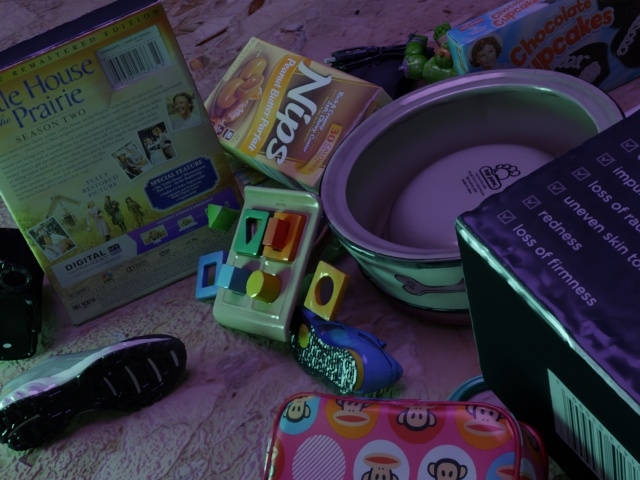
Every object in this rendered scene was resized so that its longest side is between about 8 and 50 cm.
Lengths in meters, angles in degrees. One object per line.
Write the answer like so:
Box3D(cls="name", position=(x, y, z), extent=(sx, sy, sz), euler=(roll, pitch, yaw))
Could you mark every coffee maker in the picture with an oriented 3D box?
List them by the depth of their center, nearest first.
Box3D(cls="coffee maker", position=(-0.446, 0.059, 1.863), extent=(0.171, 0.120, 0.178), euler=(-52, 28, 24))

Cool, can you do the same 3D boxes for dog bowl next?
Box3D(cls="dog bowl", position=(0.212, -0.054, 1.694), extent=(0.408, 0.150, 0.408), euler=(-14, 36, 10))

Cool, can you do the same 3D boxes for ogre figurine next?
Box3D(cls="ogre figurine", position=(0.212, -0.276, 2.025), extent=(0.197, 0.097, 0.118), euler=(34, 45, 9))

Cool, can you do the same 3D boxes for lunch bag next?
Box3D(cls="lunch bag", position=(0.076, 0.291, 1.303), extent=(0.293, 0.120, 0.258), euler=(2, 74, 28))

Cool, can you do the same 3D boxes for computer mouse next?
Box3D(cls="computer mouse", position=(0.074, -0.251, 2.075), extent=(0.188, 0.072, 0.272), euler=(-5, 39, 19))

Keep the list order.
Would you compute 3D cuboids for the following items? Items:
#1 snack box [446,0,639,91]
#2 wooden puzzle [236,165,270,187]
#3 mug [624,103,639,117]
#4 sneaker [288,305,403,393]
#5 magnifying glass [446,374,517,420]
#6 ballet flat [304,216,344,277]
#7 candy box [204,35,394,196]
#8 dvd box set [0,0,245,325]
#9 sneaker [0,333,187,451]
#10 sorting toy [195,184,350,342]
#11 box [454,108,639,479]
Box3D(cls="snack box", position=(0.355, -0.285, 1.884), extent=(0.322, 0.187, 0.060), euler=(-26, 37, -6))
Box3D(cls="wooden puzzle", position=(-0.103, -0.104, 2.030), extent=(0.049, 0.006, 0.083), euler=(-28, 37, -9))
Box3D(cls="mug", position=(0.444, -0.155, 1.798), extent=(0.064, 0.078, 0.062), euler=(-22, 68, 13))
Box3D(cls="sneaker", position=(0.028, 0.138, 1.625), extent=(0.082, 0.069, 0.209), euler=(-3, 18, -29))
Box3D(cls="magnifying glass", position=(0.139, 0.223, 1.484), extent=(0.231, 0.026, 0.092), euler=(-29, 37, -9))
Box3D(cls="ballet flat", position=(0.000, 0.000, 1.792), extent=(0.232, 0.073, 0.080), euler=(-49, 25, -25))
Box3D(cls="candy box", position=(-0.040, -0.185, 1.978), extent=(0.316, 0.087, 0.183), euler=(29, 82, 44))
Box3D(cls="dvd box set", position=(-0.290, -0.105, 1.776), extent=(0.307, 0.420, 0.062), euler=(-25, 37, -4))
Box3D(cls="sneaker", position=(-0.309, 0.179, 1.699), extent=(0.271, 0.100, 0.108), euler=(-20, 31, 2))
Box3D(cls="sorting toy", position=(-0.081, 0.025, 1.693), extent=(0.347, 0.047, 0.196), euler=(9, 85, 54))
Box3D(cls="box", position=(0.461, 0.087, 1.207), extent=(0.471, 0.297, 0.480), euler=(-31, 50, -11))
